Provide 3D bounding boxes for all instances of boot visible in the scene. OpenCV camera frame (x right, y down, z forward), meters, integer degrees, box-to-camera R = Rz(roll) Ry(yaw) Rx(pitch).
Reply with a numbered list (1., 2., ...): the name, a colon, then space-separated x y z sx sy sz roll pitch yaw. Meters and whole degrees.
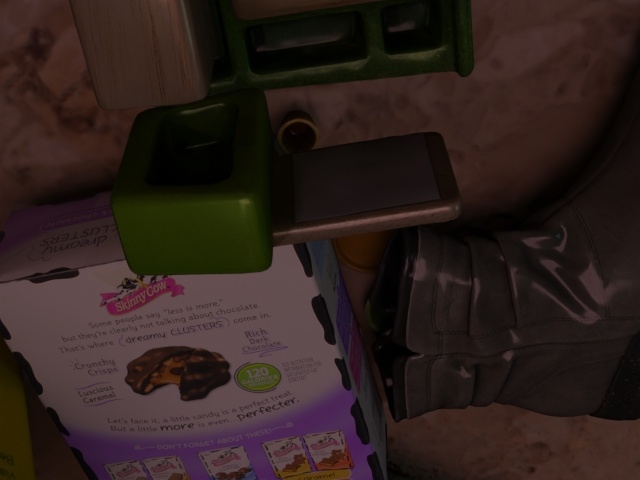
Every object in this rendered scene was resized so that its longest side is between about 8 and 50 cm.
1. boot: 0.115 0.004 0.523 0.161 0.083 0.246 2 121 -10

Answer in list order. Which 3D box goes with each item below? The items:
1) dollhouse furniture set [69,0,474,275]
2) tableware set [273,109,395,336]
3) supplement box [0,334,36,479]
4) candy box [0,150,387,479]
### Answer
1. dollhouse furniture set: -0.019 -0.165 0.357 0.151 0.197 0.301 -7 122 3
2. tableware set: 0.000 0.000 0.556 0.104 0.024 0.154 -17 118 6
3. supplement box: -0.250 0.161 0.420 0.194 0.356 0.195 -42 134 19
4. candy box: -0.063 0.063 0.540 0.165 0.070 0.196 -10 126 10
